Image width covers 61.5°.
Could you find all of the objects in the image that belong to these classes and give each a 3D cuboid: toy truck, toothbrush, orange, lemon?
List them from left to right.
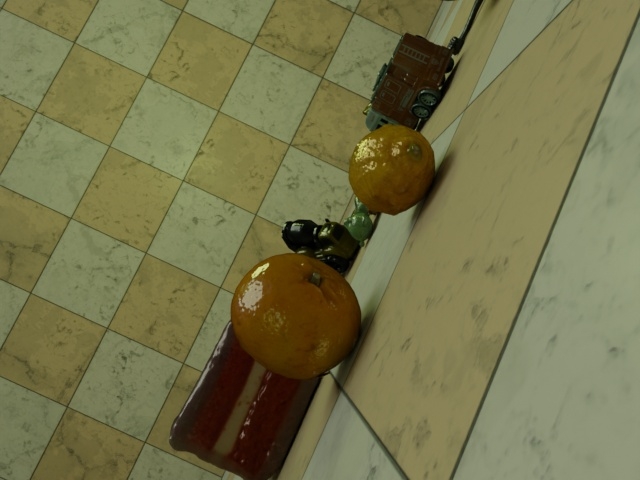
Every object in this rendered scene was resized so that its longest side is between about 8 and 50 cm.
[{"bbox_3d":[-0.038,0.122,0.899,0.193,0.219,0.219,-42,11,25],"label":"orange"},{"bbox_3d":[0.000,0.000,1.576,0.224,0.165,0.147,-5,46,43],"label":"toy truck"},{"bbox_3d":[0.118,-0.117,0.881,0.142,0.142,0.187,-65,7,-18],"label":"lemon"},{"bbox_3d":[0.213,-0.375,1.383,0.305,0.162,0.136,118,177,-67],"label":"toy truck"},{"bbox_3d":[0.396,-0.603,1.332,0.297,0.030,0.030,-63,28,13],"label":"toothbrush"}]

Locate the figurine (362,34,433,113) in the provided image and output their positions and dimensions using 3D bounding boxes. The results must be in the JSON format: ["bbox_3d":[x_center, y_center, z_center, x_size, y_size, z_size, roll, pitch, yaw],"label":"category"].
[{"bbox_3d":[0.283,-0.563,1.886,0.187,0.168,0.315,6,-70,-63],"label":"figurine"}]

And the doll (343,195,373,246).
[{"bbox_3d":[0.102,-0.058,1.441,0.150,0.077,0.115,-83,-8,-53],"label":"doll"}]

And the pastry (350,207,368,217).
[{"bbox_3d":[0.117,-0.060,1.718,0.140,0.056,0.080,-63,-3,-17],"label":"pastry"}]

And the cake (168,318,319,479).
[{"bbox_3d":[-0.153,0.331,1.172,0.309,0.237,0.230,-64,2,-6],"label":"cake"}]

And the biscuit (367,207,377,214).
[{"bbox_3d":[0.169,-0.139,1.516,0.250,0.035,0.162,-66,-5,-56],"label":"biscuit"}]

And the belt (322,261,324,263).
[{"bbox_3d":[-0.049,0.146,2.042,0.207,0.160,0.295,-71,7,-79],"label":"belt"}]
